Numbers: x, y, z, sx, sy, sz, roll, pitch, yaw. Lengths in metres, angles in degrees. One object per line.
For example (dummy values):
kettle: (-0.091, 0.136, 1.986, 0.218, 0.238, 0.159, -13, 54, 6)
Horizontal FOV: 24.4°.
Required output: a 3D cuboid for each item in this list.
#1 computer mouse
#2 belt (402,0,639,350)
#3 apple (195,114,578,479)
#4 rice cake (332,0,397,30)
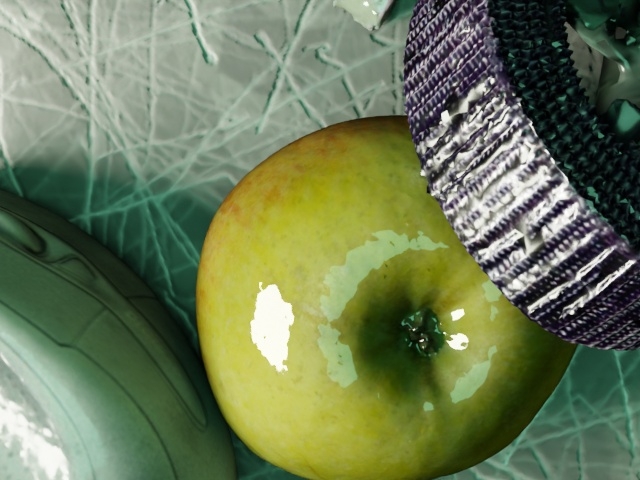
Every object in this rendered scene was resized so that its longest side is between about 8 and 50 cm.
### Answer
computer mouse: (-0.175, 0.073, 0.982, 0.371, 0.188, 0.122, 47, 112, 4)
belt: (0.180, -0.087, 0.893, 0.260, 0.325, 0.122, 28, 137, -18)
apple: (0.041, 0.041, 0.954, 0.261, 0.194, 0.261, -1, 100, -4)
rice cake: (0.079, -0.242, 1.022, 0.043, 0.034, 0.211, 32, 96, 6)
